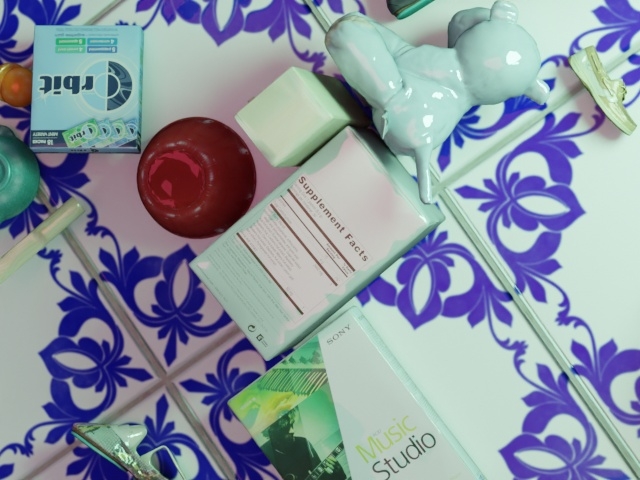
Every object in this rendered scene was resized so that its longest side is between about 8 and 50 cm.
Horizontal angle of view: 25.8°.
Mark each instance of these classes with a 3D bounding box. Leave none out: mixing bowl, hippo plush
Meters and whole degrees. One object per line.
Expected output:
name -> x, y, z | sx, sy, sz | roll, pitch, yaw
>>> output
mixing bowl -> -0.193, -0.090, 2.005 | 0.182, 0.098, 0.181 | 1, 93, 13
hippo plush -> 0.157, -0.237, 1.839 | 0.237, 0.294, 0.234 | -32, 108, 5

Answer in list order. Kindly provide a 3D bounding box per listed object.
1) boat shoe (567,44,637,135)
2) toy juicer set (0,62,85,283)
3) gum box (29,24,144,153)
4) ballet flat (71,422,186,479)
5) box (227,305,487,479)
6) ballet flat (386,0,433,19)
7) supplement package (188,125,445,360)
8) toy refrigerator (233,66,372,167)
boat shoe -> 0.390, -0.204, 1.890 | 0.045, 0.050, 0.135 | -37, 85, 18
toy juicer set -> -0.451, -0.108, 2.078 | 0.209, 0.089, 0.329 | -21, 85, -5
gum box -> -0.338, -0.219, 2.025 | 0.157, 0.041, 0.184 | 1, 82, 1
ballet flat -> -0.264, 0.325, 2.066 | 0.221, 0.077, 0.079 | 41, 83, 3
box -> 0.052, 0.288, 1.993 | 0.232, 0.058, 0.322 | -38, 84, 12
ballet flat -> 0.178, -0.374, 1.919 | 0.203, 0.074, 0.074 | -23, 88, 15
supplement package -> 0.000, 0.000, 1.925 | 0.293, 0.177, 0.175 | -40, 84, 12
toy refrigerator -> -0.020, -0.165, 1.873 | 0.102, 0.269, 0.094 | -39, 85, 13
